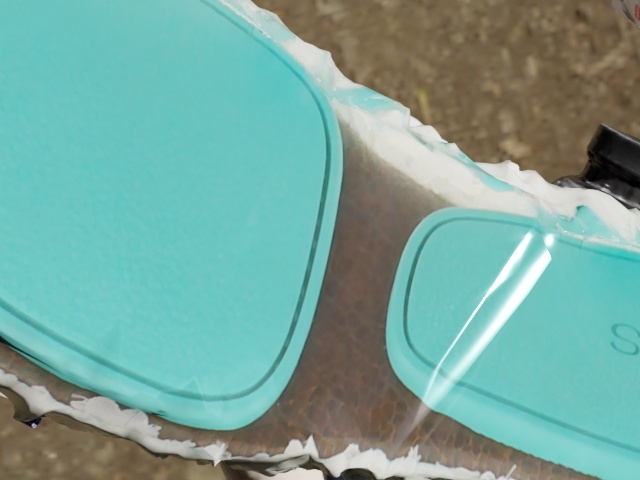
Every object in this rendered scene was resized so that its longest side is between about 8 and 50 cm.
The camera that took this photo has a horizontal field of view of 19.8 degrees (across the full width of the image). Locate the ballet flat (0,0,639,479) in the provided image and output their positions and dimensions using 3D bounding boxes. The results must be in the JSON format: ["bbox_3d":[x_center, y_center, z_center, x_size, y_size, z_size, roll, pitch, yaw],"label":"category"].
[{"bbox_3d":[-0.013,0.019,0.593,0.409,0.147,0.147,25,64,-25],"label":"ballet flat"}]

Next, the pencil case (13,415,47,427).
[{"bbox_3d":[-0.145,0.044,1.308,0.206,0.088,0.086,-40,134,-38],"label":"pencil case"}]

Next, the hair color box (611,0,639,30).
[{"bbox_3d":[0.333,-0.186,1.610,0.167,0.093,0.053,43,87,15],"label":"hair color box"}]

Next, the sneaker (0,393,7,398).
[{"bbox_3d":[-0.211,0.054,1.122,0.115,0.232,0.090,22,96,-13],"label":"sneaker"}]

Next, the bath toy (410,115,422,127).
[{"bbox_3d":[0.009,-0.050,1.786,0.151,0.348,0.129,-42,107,-27],"label":"bath toy"}]

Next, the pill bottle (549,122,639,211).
[{"bbox_3d":[0.210,0.027,1.422,0.123,0.123,0.219,17,102,-42],"label":"pill bottle"}]

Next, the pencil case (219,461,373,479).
[{"bbox_3d":[0.033,0.232,1.608,0.183,0.160,0.410,-31,91,-21],"label":"pencil case"}]
